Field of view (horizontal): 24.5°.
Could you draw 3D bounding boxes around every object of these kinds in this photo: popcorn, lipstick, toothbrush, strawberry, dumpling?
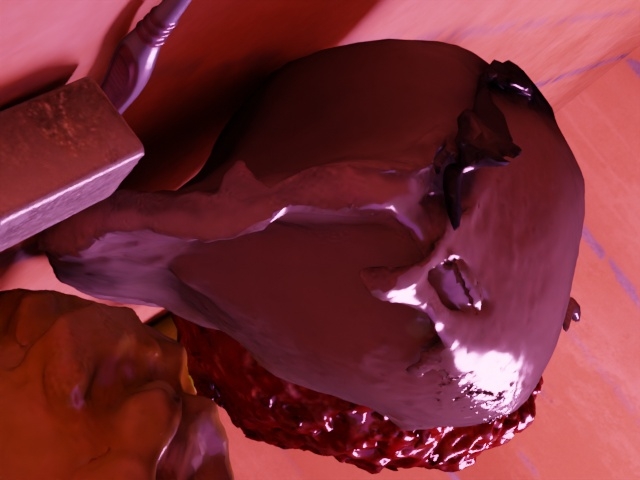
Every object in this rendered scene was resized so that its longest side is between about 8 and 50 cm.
[{"bbox_3d":[-0.110,0.091,0.592,0.167,0.152,0.148,-4,117,-56],"label":"popcorn"},{"bbox_3d":[-0.107,-0.006,0.396,0.129,0.030,0.030,-31,172,-42],"label":"lipstick"},{"bbox_3d":[-0.060,-0.048,0.440,0.019,0.013,0.193,-27,170,-33],"label":"toothbrush"},{"bbox_3d":[0.049,0.046,0.944,0.274,0.220,0.274,-37,180,0],"label":"strawberry"},{"bbox_3d":[0.011,-0.014,0.624,0.293,0.205,0.163,19,93,-66],"label":"dumpling"}]

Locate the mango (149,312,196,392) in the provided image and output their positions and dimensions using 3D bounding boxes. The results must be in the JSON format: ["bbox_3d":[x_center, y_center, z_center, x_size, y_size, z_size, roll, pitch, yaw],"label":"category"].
[{"bbox_3d":[-0.128,0.111,1.115,0.163,0.089,0.117,-49,171,-17],"label":"mango"}]
